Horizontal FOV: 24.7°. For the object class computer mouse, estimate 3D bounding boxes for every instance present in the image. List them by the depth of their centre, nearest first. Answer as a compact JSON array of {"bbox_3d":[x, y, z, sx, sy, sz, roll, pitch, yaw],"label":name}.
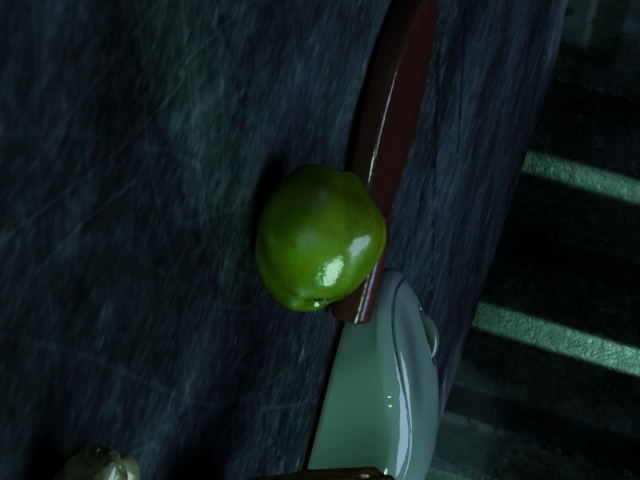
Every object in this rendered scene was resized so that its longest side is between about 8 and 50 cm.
[{"bbox_3d":[0.063,0.181,1.485,0.184,0.121,0.297,-4,111,-78],"label":"computer mouse"}]

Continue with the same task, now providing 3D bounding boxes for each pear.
[{"bbox_3d":[0.000,0.000,0.956,0.092,0.092,0.097,-28,133,-76],"label":"pear"}]

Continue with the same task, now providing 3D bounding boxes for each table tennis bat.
[{"bbox_3d":[0.058,-0.073,1.280,0.200,0.038,0.310,-46,150,-68],"label":"table tennis bat"}]

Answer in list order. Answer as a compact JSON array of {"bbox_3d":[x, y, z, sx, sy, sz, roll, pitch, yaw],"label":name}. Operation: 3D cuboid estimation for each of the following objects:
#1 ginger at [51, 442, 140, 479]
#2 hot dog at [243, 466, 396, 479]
[{"bbox_3d":[-0.116,0.203,0.733,0.258,0.065,0.149,97,16,-53],"label":"ginger"},{"bbox_3d":[0.006,0.239,0.954,0.259,0.114,0.175,12,63,-49],"label":"hot dog"}]
